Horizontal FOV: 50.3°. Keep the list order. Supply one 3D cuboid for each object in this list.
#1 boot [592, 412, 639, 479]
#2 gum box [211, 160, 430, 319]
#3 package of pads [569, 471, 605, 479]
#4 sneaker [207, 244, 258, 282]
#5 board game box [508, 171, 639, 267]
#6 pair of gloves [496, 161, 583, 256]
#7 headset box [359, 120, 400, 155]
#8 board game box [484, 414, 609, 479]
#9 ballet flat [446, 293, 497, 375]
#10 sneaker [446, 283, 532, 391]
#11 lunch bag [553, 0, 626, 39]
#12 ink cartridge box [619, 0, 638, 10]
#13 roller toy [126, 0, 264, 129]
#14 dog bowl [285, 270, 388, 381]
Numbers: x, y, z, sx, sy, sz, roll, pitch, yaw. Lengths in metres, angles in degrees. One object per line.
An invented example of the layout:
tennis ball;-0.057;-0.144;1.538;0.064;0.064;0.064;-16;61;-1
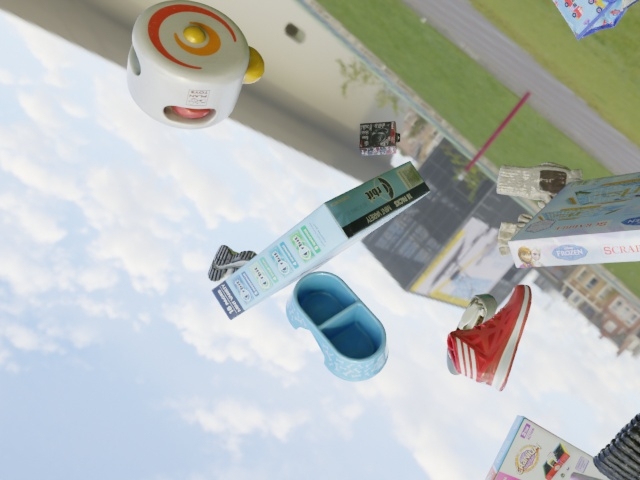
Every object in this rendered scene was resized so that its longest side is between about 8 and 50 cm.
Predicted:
boot;0.752;0.433;1.356;0.260;0.348;0.131;52;-162;26
gum box;0.000;0.000;0.682;0.157;0.184;0.041;-29;-95;-49
package of pads;0.506;0.466;1.266;0.083;0.050;0.032;3;-169;44
sneaker;-0.158;0.065;1.407;0.094;0.082;0.208;26;170;-35
board game box;0.591;-0.051;1.361;0.318;0.318;0.066;-34;-71;-39
pair of gloves;0.536;-0.071;1.666;0.204;0.240;0.042;1;-174;16
headset box;0.124;-0.212;1.412;0.032;0.083;0.062;65;-155;-64
board game box;0.606;0.640;1.769;0.316;0.242;0.064;30;169;5
ballet flat;0.325;0.211;1.540;0.068;0.213;0.072;6;-155;-42
sneaker;0.309;0.159;1.263;0.128;0.087;0.221;17;-125;16
lunch bag;0.708;-0.691;1.703;0.221;0.138;0.293;63;164;13
ink cartridge box;0.487;-0.482;0.998;0.045;0.224;0.223;26;-132;38
roller toy;-0.218;-0.295;1.135;0.209;0.146;0.191;37;-126;3
dog bowl;0.041;0.192;1.610;0.165;0.074;0.297;-30;-117;-24
